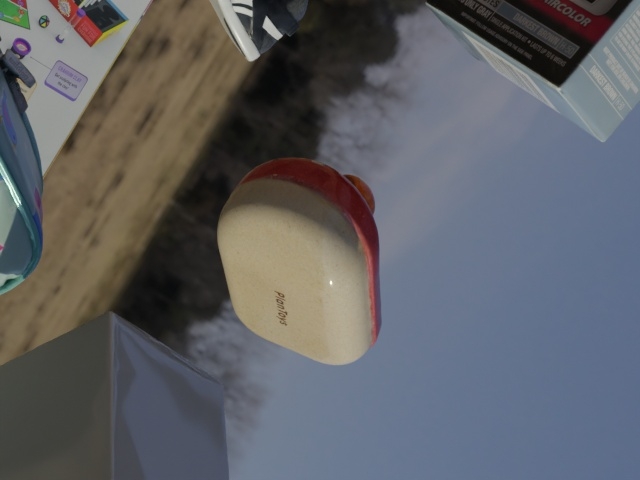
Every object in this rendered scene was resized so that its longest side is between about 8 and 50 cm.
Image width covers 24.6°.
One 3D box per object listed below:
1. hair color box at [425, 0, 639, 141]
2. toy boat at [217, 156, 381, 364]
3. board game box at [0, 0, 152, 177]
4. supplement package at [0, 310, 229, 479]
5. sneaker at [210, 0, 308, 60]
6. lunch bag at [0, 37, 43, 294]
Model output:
[{"bbox_3d":[0.290,-0.294,1.304,0.374,0.185,0.113,-50,141,2],"label":"hair color box"},{"bbox_3d":[0.000,0.000,1.353,0.151,0.151,0.231,-59,161,-28],"label":"toy boat"},{"bbox_3d":[-0.273,-0.205,1.230,0.064,0.242,0.316,32,-90,46],"label":"board game box"},{"bbox_3d":[-0.115,0.148,0.770,0.105,0.105,0.179,-26,-131,24],"label":"supplement package"},{"bbox_3d":[-0.083,-0.325,1.807,0.121,0.079,0.217,-37,149,-5],"label":"sneaker"},{"bbox_3d":[-0.299,-0.055,0.821,0.108,0.279,0.224,-99,174,-58],"label":"lunch bag"}]
